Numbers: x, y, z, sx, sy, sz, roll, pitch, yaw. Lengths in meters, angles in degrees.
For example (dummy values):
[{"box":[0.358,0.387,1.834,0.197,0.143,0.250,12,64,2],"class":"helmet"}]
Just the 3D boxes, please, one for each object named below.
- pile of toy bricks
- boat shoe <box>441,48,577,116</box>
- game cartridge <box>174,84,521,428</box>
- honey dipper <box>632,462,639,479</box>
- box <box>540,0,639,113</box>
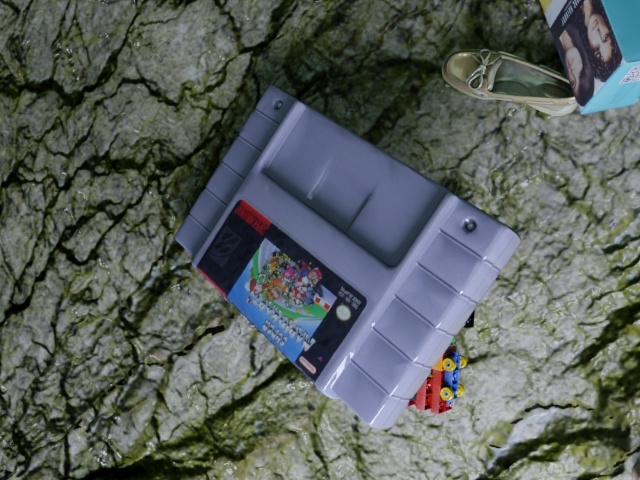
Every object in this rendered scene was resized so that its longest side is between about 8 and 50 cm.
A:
[{"box":[0.094,0.075,0.751,0.105,0.118,0.212,5,92,39],"class":"pile of toy bricks"},{"box":[0.205,-0.175,0.758,0.153,0.048,0.056,24,94,15],"class":"boat shoe"},{"box":[0.000,0.000,0.736,0.355,0.068,0.230,38,93,37],"class":"game cartridge"},{"box":[0.316,0.239,0.645,0.031,0.161,0.030,-1,87,15],"class":"honey dipper"},{"box":[0.265,-0.258,0.696,0.060,0.100,0.244,-11,74,-7],"class":"box"}]
